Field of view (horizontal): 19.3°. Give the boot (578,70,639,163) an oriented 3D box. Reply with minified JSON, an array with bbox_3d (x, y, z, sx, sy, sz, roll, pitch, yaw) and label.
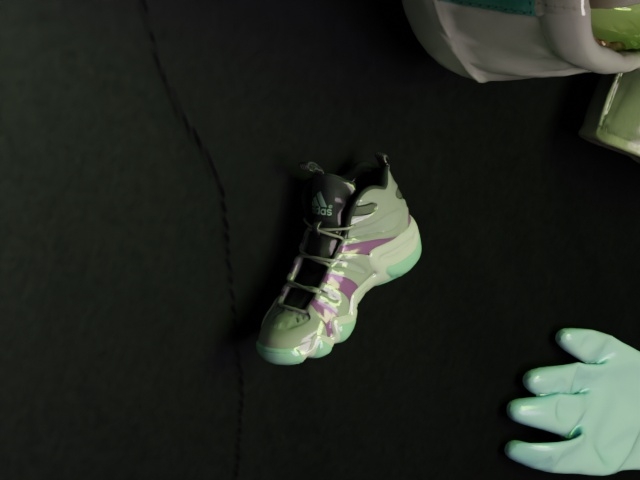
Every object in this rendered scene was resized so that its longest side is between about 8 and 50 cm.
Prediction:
[{"bbox_3d":[0.223,-0.123,0.929,0.189,0.076,0.209,13,88,-34],"label":"boot"}]

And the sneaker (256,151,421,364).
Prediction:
[{"bbox_3d":[0.000,0.000,0.767,0.098,0.038,0.069,-47,133,-38],"label":"sneaker"}]

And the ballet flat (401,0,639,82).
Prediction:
[{"bbox_3d":[0.224,-0.140,0.812,0.400,0.139,0.139,-17,118,-26],"label":"ballet flat"}]

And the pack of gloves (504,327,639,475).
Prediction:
[{"bbox_3d":[0.164,0.148,0.991,0.232,0.046,0.195,9,98,-48],"label":"pack of gloves"}]
